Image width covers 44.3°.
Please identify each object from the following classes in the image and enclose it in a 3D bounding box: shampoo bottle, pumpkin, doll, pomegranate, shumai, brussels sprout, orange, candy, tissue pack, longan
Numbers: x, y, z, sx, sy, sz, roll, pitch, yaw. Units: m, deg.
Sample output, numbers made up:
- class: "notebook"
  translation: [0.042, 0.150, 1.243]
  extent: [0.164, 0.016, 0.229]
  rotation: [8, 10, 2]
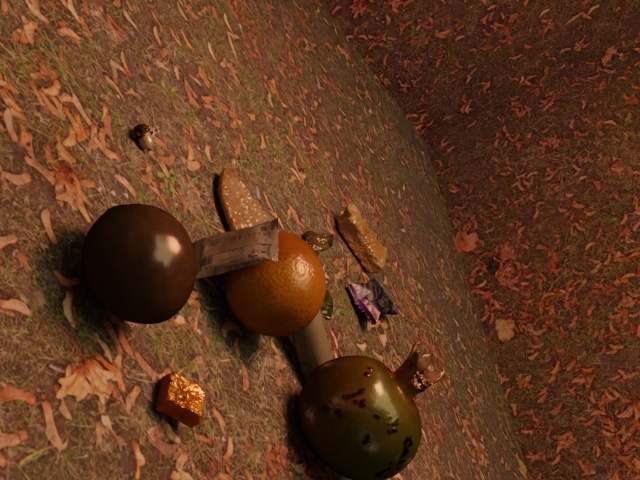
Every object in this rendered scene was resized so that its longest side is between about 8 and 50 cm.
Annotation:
- class: "shampoo bottle"
  translation: [-0.024, 0.229, 1.843]
  extent: [0.085, 0.085, 0.262]
  rotation: [-46, 124, -69]
- class: "pumpkin"
  translation: [-0.240, 0.274, 1.346]
  extent: [0.083, 0.054, 0.074]
  rotation: [32, 28, -20]
- class: "doll"
  translation: [-0.365, -0.227, 1.654]
  extent: [0.085, 0.040, 0.058]
  rotation: [-80, 153, -51]
- class: "pomegranate"
  translation: [0.122, 0.385, 1.730]
  extent: [0.291, 0.323, 0.290]
  rotation: [-17, 90, -72]
- class: "shumai"
  translation: [0.000, 0.000, 2.235]
  extent: [0.082, 0.080, 0.083]
  rotation: [53, 25, -25]
- class: "brussels sprout"
  translation: [-0.035, 0.142, 1.962]
  extent: [0.139, 0.100, 0.181]
  rotation: [31, 37, -41]
- class: "orange"
  translation: [-0.097, 0.092, 1.678]
  extent: [0.236, 0.236, 0.236]
  rotation: [51, 24, -33]
- class: "candy"
  translation: [0.167, 0.187, 2.457]
  extent: [0.145, 0.070, 0.275]
  rotation: [59, 21, 10]
- class: "tissue pack"
  translation: [-0.177, 0.017, 1.610]
  extent: [0.122, 0.193, 0.026]
  rotation: [-90, 163, -49]
- class: "longan"
  translation: [-0.298, 0.033, 1.299]
  extent: [0.198, 0.198, 0.212]
  rotation: [47, 25, -41]

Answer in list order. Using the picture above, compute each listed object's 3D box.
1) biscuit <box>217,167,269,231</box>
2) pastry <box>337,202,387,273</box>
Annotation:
- class: "biscuit"
  translation: [-0.180, -0.052, 1.906]
  extent: [0.265, 0.040, 0.188]
  rotation: [68, 20, 6]
- class: "pastry"
  translation: [0.135, -0.004, 2.566]
  extent: [0.258, 0.089, 0.121]
  rotation: [51, 19, -30]
